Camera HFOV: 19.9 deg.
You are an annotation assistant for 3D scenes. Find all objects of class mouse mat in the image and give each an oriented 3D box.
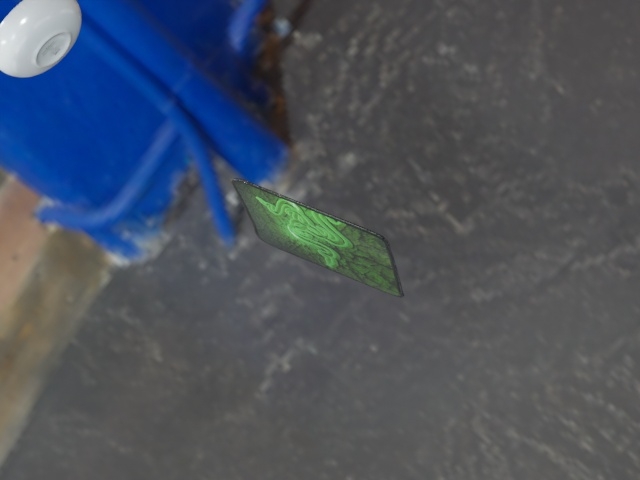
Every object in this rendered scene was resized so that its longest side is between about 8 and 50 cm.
[{"bbox_3d":[0.000,0.000,1.641,0.152,0.190,0.007,22,75,14],"label":"mouse mat"}]

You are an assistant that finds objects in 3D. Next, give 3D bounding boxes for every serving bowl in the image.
[{"bbox_3d":[-0.217,-0.158,1.425,0.083,0.083,0.027,-46,72,3],"label":"serving bowl"}]
